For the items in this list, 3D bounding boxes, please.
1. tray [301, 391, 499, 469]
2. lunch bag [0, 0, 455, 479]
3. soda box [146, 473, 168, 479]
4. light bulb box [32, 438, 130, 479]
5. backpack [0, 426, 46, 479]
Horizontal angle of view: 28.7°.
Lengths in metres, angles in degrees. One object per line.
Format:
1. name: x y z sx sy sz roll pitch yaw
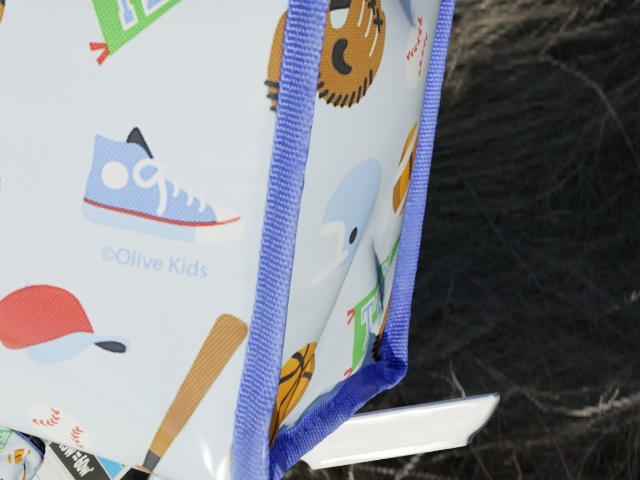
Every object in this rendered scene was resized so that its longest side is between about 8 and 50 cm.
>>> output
1. tray: 0.052 0.132 0.854 0.145 0.270 0.030 -9 80 6
2. lunch bag: -0.113 -0.121 0.534 0.327 0.239 0.385 14 107 16
3. soda box: -0.125 0.195 1.513 0.091 0.098 0.286 21 53 -3
4. light bulb box: -0.477 0.248 1.777 0.358 0.225 0.361 35 68 26
5. backpack: -0.469 0.238 1.502 0.263 0.276 0.213 25 77 4
